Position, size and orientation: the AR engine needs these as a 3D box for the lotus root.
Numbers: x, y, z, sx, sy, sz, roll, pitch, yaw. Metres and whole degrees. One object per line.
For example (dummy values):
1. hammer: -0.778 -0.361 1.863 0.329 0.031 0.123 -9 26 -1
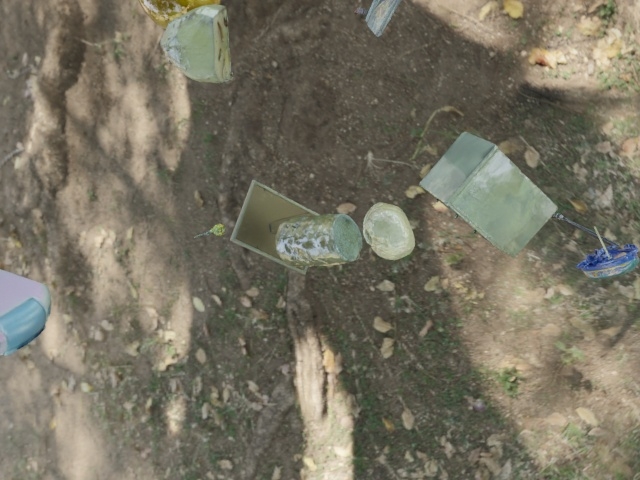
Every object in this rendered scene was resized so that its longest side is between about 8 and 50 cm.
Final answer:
1. lotus root: -0.245 -0.372 1.102 0.144 0.070 0.143 1 117 21

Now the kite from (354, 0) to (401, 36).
1. kite: 0.099 -0.394 0.908 0.141 0.015 0.245 -58 19 13

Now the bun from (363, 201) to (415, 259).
1. bun: 0.117 -0.013 1.025 0.069 0.115 0.115 -25 62 -12

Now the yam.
1. yam: 0.000 0.000 1.171 0.194 0.107 0.108 -4 80 51

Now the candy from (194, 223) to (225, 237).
1. candy: -0.344 -0.022 1.760 0.122 0.035 0.035 -16 89 26

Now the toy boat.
1. toy boat: 0.593 0.021 1.187 0.091 0.175 0.110 -32 89 -8

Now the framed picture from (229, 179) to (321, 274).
1. framed picture: -0.114 -0.034 1.577 0.016 0.249 0.184 -5 64 56

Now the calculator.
1. calculator: -0.440 0.058 0.608 0.292 0.173 0.051 17 111 4

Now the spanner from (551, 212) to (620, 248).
1. spanner: 0.651 -0.030 1.431 0.208 0.046 0.012 28 86 10

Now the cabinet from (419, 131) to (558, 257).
1. cabinet: 0.343 -0.091 1.180 0.150 0.206 0.145 -50 22 9

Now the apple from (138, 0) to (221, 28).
1. apple: -0.311 -0.552 1.266 0.155 0.182 0.183 9 89 51
